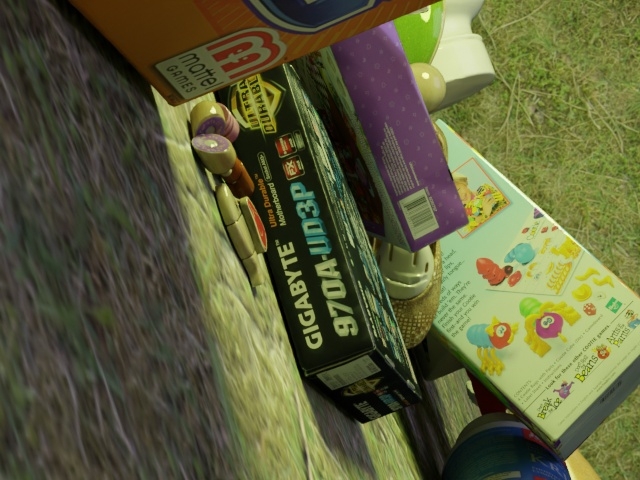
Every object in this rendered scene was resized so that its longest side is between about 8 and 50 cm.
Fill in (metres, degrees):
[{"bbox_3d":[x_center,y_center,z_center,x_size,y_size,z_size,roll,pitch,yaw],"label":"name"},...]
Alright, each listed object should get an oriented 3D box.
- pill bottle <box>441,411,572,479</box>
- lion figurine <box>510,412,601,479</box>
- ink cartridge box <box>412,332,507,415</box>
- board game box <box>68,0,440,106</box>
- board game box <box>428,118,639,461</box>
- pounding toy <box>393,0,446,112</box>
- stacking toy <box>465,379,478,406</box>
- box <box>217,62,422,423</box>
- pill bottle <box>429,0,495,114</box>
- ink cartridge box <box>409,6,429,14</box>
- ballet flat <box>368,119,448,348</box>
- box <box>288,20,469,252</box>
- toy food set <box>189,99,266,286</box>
[{"bbox_3d":[0.175,0.241,1.360,0.221,0.124,0.124,-88,157,-74],"label":"pill bottle"},{"bbox_3d":[0.276,0.278,1.581,0.392,0.142,0.240,56,0,37],"label":"lion figurine"},{"bbox_3d":[0.155,0.110,1.542,0.275,0.060,0.239,109,-36,-72],"label":"ink cartridge box"},{"bbox_3d":[-0.005,-0.327,0.608,0.356,0.356,0.356,47,23,-72],"label":"board game box"},{"bbox_3d":[0.164,0.047,1.326,0.275,0.144,0.142,45,-2,20],"label":"board game box"},{"bbox_3d":[0.035,-0.209,1.557,0.110,0.183,0.237,23,45,-34],"label":"pounding toy"},{"bbox_3d":[0.161,0.076,1.752,0.221,0.052,0.167,-128,-156,-61],"label":"stacking toy"},{"bbox_3d":[0.000,0.000,0.985,0.175,0.051,0.220,52,19,-69],"label":"box"},{"bbox_3d":[0.063,-0.356,1.783,0.229,0.229,0.408,21,49,-81],"label":"pill bottle"},{"bbox_3d":[0.024,-0.281,1.259,0.218,0.092,0.159,-121,-153,-72],"label":"ink cartridge box"},{"bbox_3d":[0.071,-0.012,1.250,0.067,0.073,0.206,67,25,-76],"label":"ballet flat"},{"bbox_3d":[0.003,-0.145,1.126,0.293,0.057,0.201,68,-15,-17],"label":"box"},{"bbox_3d":[-0.050,-0.040,0.836,0.078,0.019,0.122,-91,159,-71],"label":"toy food set"}]
